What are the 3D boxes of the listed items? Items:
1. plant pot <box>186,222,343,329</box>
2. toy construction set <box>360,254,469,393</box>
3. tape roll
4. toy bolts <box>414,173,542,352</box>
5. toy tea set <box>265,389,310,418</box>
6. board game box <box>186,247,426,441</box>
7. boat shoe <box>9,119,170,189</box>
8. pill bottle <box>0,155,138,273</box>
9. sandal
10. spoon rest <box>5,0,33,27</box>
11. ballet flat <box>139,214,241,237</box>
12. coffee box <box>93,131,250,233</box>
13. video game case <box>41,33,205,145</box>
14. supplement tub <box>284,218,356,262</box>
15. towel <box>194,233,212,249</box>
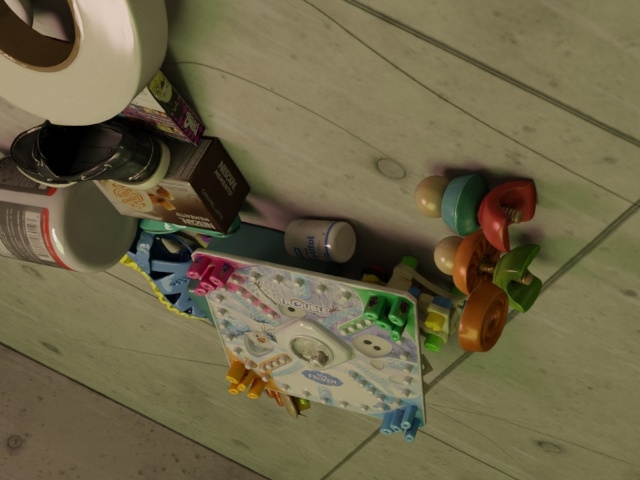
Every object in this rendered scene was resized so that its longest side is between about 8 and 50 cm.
[{"bbox_3d":[-0.085,0.082,1.712,0.234,0.165,0.165,6,148,26],"label":"plant pot"},{"bbox_3d":[0.152,0.146,1.631,0.215,0.151,0.327,23,143,7],"label":"toy construction set"},{"bbox_3d":[-0.382,-0.327,1.220,0.392,0.072,0.392,18,138,18],"label":"tape roll"},{"bbox_3d":[0.197,0.019,1.299,0.159,0.218,0.228,18,135,32],"label":"toy bolts"},{"bbox_3d":[-0.069,0.281,2.120,0.199,0.124,0.336,66,168,-3],"label":"toy tea set"},{"bbox_3d":[-0.018,0.191,1.614,0.390,0.050,0.389,12,141,19],"label":"board game box"},{"bbox_3d":[-0.409,-0.152,1.527,0.340,0.127,0.113,14,171,33],"label":"boat shoe"},{"bbox_3d":[-0.551,-0.060,1.824,0.363,0.210,0.210,9,149,34],"label":"pill bottle"},{"bbox_3d":[-0.294,0.054,1.900,0.317,0.126,0.138,38,148,-25],"label":"sandal"},{"bbox_3d":[-0.533,-0.346,1.420,0.276,0.084,0.137,-4,141,49],"label":"spoon rest"},{"bbox_3d":[-0.248,-0.059,1.708,0.247,0.083,0.087,4,122,39],"label":"ballet flat"},{"bbox_3d":[-0.264,-0.105,1.593,0.247,0.098,0.141,11,150,31],"label":"coffee box"},{"bbox_3d":[-0.317,-0.230,1.431,0.232,0.041,0.210,17,165,20],"label":"video game case"},{"bbox_3d":[0.000,0.000,1.571,0.107,0.071,0.071,4,146,38],"label":"supplement tub"},{"bbox_3d":[-0.207,0.010,1.856,0.083,0.009,0.060,7,149,37],"label":"towel"}]
